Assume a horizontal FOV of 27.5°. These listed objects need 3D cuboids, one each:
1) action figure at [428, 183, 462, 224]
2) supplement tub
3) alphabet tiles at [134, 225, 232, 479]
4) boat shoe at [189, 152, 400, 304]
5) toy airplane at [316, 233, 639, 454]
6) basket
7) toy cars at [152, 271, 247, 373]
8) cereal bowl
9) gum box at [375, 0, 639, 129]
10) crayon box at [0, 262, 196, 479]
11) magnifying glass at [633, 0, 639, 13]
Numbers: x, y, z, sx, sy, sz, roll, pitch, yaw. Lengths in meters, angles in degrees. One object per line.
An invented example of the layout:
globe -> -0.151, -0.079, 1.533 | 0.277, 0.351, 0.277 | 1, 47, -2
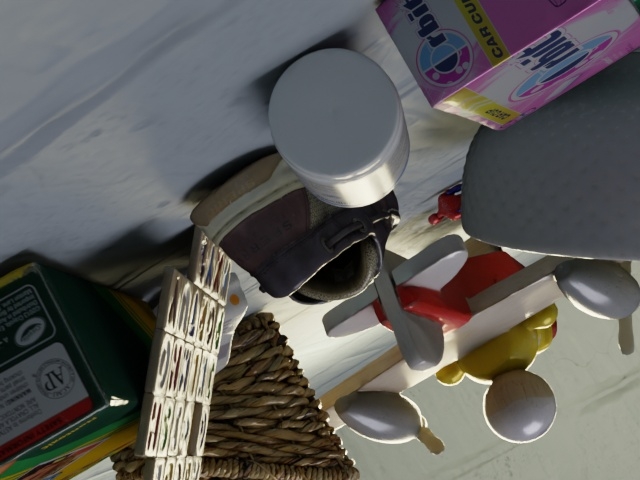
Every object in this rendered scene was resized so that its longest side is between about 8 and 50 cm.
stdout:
action figure -> 0.158, -0.048, 1.315 | 0.115, 0.038, 0.030 | -30, 154, 2
supplement tub -> 0.012, -0.059, 0.714 | 0.071, 0.071, 0.107 | -30, 171, 1
alphabet tiles -> -0.094, 0.092, 0.917 | 0.009, 0.198, 0.237 | 8, 172, 5
boat shoe -> 0.000, 0.000, 0.919 | 0.102, 0.092, 0.285 | -31, 170, 13
toy airplane -> 0.183, 0.114, 1.533 | 0.384, 0.272, 0.386 | -25, 170, -20
basket -> -0.121, 0.249, 1.495 | 0.213, 0.223, 0.299 | -26, 171, -23
toy cars -> -0.214, 0.159, 1.143 | 0.393, 0.087, 0.176 | -31, 171, 9
cereal bowl -> 0.276, -0.075, 1.007 | 0.338, 0.141, 0.339 | 0, -172, 0
gum box -> 0.115, -0.119, 0.721 | 0.107, 0.062, 0.188 | -32, 170, 17
crayon box -> -0.282, 0.159, 0.880 | 0.362, 0.106, 0.313 | -29, 171, 0
magnifying glass -> 0.232, -0.178, 0.882 | 0.231, 0.026, 0.092 | -34, 169, 25
